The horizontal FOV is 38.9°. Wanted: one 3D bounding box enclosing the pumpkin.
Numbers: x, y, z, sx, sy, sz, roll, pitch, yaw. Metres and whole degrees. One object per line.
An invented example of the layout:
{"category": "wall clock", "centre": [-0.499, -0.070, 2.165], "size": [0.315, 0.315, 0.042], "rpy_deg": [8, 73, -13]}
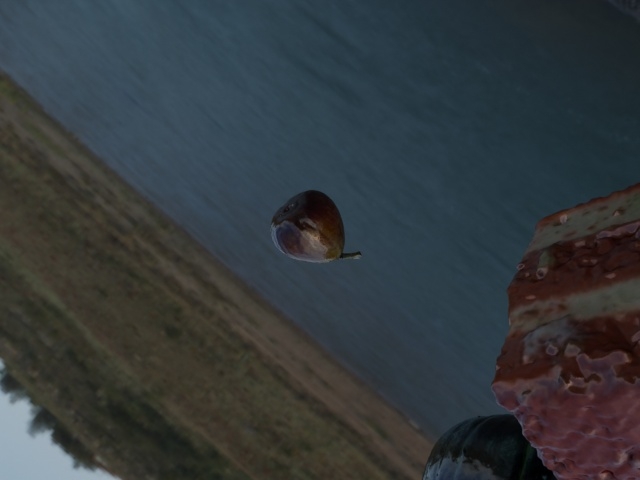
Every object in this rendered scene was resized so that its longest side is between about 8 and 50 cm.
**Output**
{"category": "pumpkin", "centre": [0.311, 0.389, 1.421], "size": [0.315, 0.238, 0.315], "rpy_deg": [22, 156, 10]}

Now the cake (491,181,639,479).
{"category": "cake", "centre": [0.375, 0.108, 1.004], "size": [0.269, 0.319, 0.270], "rpy_deg": [-21, 123, 34]}

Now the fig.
{"category": "fig", "centre": [0.000, 0.000, 1.112], "size": [0.125, 0.089, 0.089], "rpy_deg": [44, 170, -27]}
